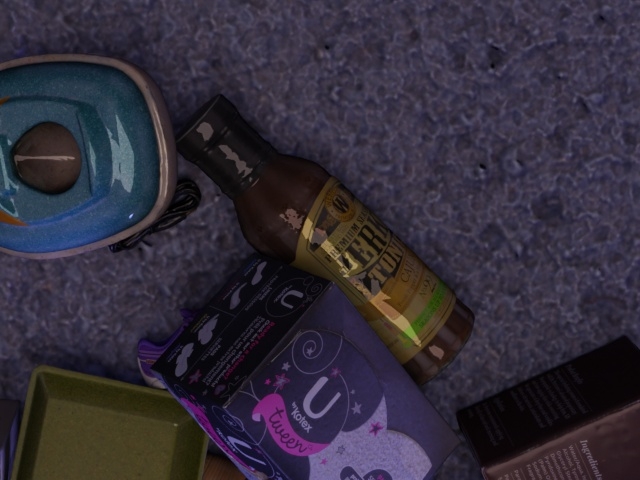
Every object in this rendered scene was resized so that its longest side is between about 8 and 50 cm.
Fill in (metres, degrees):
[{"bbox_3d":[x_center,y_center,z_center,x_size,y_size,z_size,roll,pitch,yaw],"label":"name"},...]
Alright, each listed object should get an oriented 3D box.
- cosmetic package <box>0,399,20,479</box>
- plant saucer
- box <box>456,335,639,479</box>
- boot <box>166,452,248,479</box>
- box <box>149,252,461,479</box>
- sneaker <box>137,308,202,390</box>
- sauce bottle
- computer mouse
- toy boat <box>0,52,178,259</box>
[{"bbox_3d":[-0.459,0.220,1.547,0.309,0.160,0.113,5,102,-6],"label":"cosmetic package"},{"bbox_3d":[-0.213,0.233,1.555,0.188,0.045,0.188,14,75,-19],"label":"plant saucer"},{"bbox_3d":[0.268,0.228,1.590,0.203,0.168,0.167,-24,103,2],"label":"box"},{"bbox_3d":[-0.105,0.355,1.634,0.207,0.090,0.248,29,96,-7],"label":"boot"},{"bbox_3d":[-0.011,0.160,1.509,0.163,0.142,0.247,-49,123,-17],"label":"box"},{"bbox_3d":[-0.106,0.093,1.589,0.170,0.068,0.071,-23,91,-2],"label":"sneaker"},{"bbox_3d":[0.000,0.000,1.548,0.344,0.111,0.111,42,97,-13],"label":"sauce bottle"},{"bbox_3d":[-0.198,-0.090,1.550,0.106,0.042,0.193,-25,104,3],"label":"computer mouse"},{"bbox_3d":[-0.278,-0.137,1.458,0.267,0.148,0.318,-12,94,27],"label":"toy boat"}]
